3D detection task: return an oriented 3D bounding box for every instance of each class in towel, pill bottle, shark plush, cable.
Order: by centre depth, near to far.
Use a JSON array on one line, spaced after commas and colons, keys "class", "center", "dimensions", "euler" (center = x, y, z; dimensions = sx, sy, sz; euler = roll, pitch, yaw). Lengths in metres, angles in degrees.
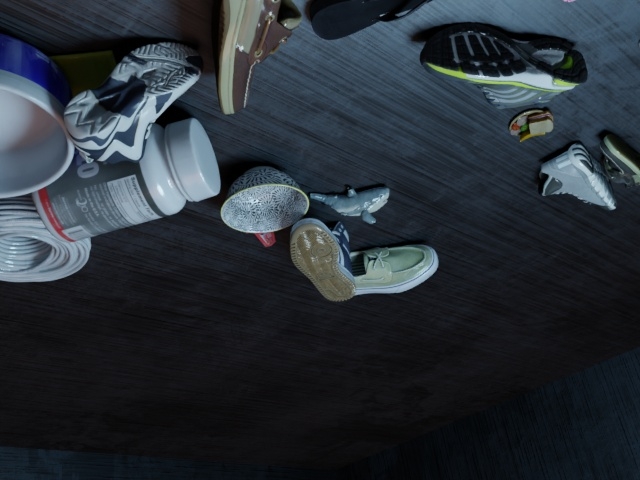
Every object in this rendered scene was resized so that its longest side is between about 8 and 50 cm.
[{"class": "towel", "center": [-0.429, -0.241, 1.176], "dimensions": [0.237, 0.021, 0.102], "euler": [-7, 151, -6]}, {"class": "pill bottle", "center": [-0.327, -0.107, 1.302], "dimensions": [0.283, 0.161, 0.161], "euler": [-15, 150, 8]}, {"class": "cable", "center": [-0.576, -0.005, 1.475], "dimensions": [0.257, 0.089, 0.257], "euler": [-5, 151, -10]}, {"class": "shark plush", "center": [0.059, -0.092, 1.595], "dimensions": [0.161, 0.073, 0.067], "euler": [12, 129, 1]}]

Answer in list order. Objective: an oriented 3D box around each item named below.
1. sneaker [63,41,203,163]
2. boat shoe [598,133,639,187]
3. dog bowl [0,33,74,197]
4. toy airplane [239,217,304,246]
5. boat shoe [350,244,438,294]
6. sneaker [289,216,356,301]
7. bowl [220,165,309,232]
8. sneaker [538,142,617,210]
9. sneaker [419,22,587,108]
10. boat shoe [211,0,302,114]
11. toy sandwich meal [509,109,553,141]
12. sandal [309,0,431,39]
[{"class": "sneaker", "center": [-0.282, -0.197, 1.170], "dimensions": [0.235, 0.094, 0.153], "euler": [-48, 176, -26]}, {"class": "boat shoe", "center": [0.633, -0.155, 1.612], "dimensions": [0.073, 0.080, 0.223], "euler": [-36, 147, 30]}, {"class": "dog bowl", "center": [-0.502, -0.180, 1.134], "dimensions": [0.264, 0.104, 0.265], "euler": [-8, 148, -5]}, {"class": "toy airplane", "center": [-0.101, -0.037, 1.631], "dimensions": [0.151, 0.028, 0.151], "euler": [-9, 152, -5]}, {"class": "boat shoe", "center": [0.127, 0.069, 1.816], "dimensions": [0.302, 0.109, 0.094], "euler": [-15, 149, 13]}, {"class": "sneaker", "center": [0.000, 0.000, 1.620], "dimensions": [0.099, 0.153, 0.282], "euler": [-15, 143, 11]}, {"class": "bowl", "center": [-0.112, -0.091, 1.481], "dimensions": [0.170, 0.080, 0.170], "euler": [-8, 150, -5]}, {"class": "sneaker", "center": [0.543, -0.120, 1.654], "dimensions": [0.132, 0.086, 0.228], "euler": [-23, 138, 30]}, {"class": "sneaker", "center": [0.294, -0.272, 1.274], "dimensions": [0.299, 0.111, 0.121], "euler": [5, 151, -22]}, {"class": "boat shoe", "center": [-0.086, -0.308, 1.076], "dimensions": [0.123, 0.123, 0.342], "euler": [-1, 143, -13]}, {"class": "toy sandwich meal", "center": [0.407, -0.220, 1.474], "dimensions": [0.085, 0.029, 0.086], "euler": [-8, 151, -5]}, {"class": "sandal", "center": [0.107, -0.353, 1.119], "dimensions": [0.254, 0.055, 0.097], "euler": [-23, 148, 21]}]
